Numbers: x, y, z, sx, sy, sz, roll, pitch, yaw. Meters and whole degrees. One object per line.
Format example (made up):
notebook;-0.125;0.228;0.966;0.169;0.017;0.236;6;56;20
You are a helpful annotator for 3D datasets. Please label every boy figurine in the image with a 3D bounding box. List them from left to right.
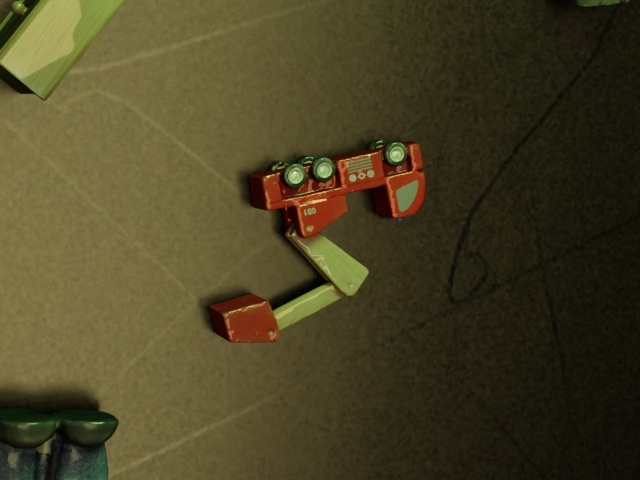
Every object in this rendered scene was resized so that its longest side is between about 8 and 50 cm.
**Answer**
boy figurine;-0.222;0.271;1.350;0.177;0.092;0.285;5;90;-20

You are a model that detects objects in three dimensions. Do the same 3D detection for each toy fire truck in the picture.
toy fire truck;0.000;0.000;1.415;0.192;0.047;0.135;-13;99;-17

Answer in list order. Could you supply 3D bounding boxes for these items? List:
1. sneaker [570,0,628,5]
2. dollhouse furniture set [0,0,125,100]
sneaker;0.284;-0.280;1.473;0.222;0.083;0.118;-22;120;-21
dollhouse furniture set;-0.295;-0.267;1.233;0.355;0.174;0.303;40;82;-17
